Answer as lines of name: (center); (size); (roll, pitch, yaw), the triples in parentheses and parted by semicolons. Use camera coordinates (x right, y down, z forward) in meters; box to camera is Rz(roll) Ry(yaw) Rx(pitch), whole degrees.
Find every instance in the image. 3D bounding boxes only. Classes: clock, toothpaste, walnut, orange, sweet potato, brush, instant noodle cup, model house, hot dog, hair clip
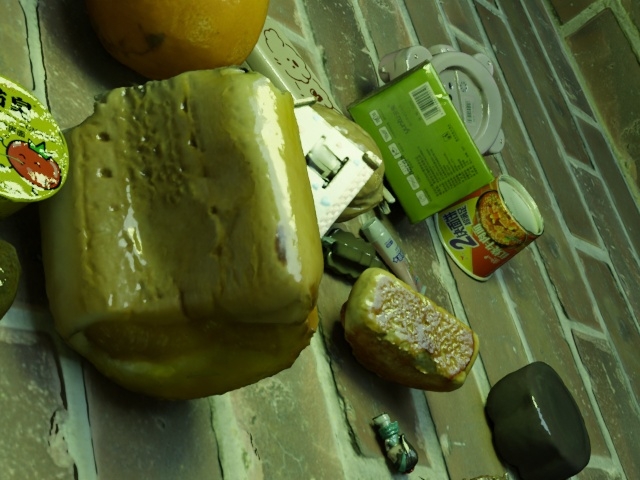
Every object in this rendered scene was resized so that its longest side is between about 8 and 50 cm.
clock: (0.288, -0.300, 2.249); (0.322, 0.113, 0.296); (-13, 94, -42)
toothpaste: (0.151, 0.040, 1.952); (0.194, 0.043, 0.067); (52, 28, -17)
walnut: (0.008, -0.137, 1.767); (0.245, 0.198, 0.198); (34, 32, 2)
orange: (-0.231, -0.403, 1.596); (0.312, 0.312, 0.312); (35, 37, -31)
sweet potato: (-0.397, 0.085, 1.114); (0.077, 0.077, 0.244); (40, 33, -24)
brush: (0.000, 0.000, 1.755); (0.301, 0.071, 0.084); (27, 30, -39)
instant noodle cup: (-0.420, -0.092, 1.182); (0.182, 0.144, 0.182); (35, 38, -32)
model house: (-0.091, -0.082, 1.561); (0.244, 0.169, 0.326); (43, 65, -8)
instant noodle cup: (0.389, -0.039, 2.220); (0.213, 0.174, 0.213); (34, 37, -30)
hot dog: (0.138, 0.161, 1.703); (0.256, 0.153, 0.150); (34, 65, -15)
hair clip: (0.093, -0.146, 2.038); (0.062, 0.056, 0.214); (-13, 63, -35)

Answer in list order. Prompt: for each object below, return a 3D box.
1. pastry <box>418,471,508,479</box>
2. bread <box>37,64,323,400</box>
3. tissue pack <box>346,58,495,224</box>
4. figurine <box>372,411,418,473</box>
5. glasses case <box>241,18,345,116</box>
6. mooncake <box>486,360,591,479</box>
pastry: (0.220, 0.488, 1.506); (0.275, 0.193, 0.275); (8, 76, -35)
bread: (-0.174, 0.011, 1.294); (0.250, 0.361, 0.394); (61, 16, -73)
tissue pack: (0.205, -0.205, 2.035); (0.275, 0.200, 0.167); (59, 8, -10)
figurine: (0.125, 0.337, 1.631); (0.106, 0.047, 0.060); (60, -11, 18)
glasses case: (-0.049, -0.274, 1.931); (0.336, 0.076, 0.144); (53, 31, -4)
mooncake: (0.434, 0.363, 1.942); (0.245, 0.133, 0.245); (35, 36, -31)
